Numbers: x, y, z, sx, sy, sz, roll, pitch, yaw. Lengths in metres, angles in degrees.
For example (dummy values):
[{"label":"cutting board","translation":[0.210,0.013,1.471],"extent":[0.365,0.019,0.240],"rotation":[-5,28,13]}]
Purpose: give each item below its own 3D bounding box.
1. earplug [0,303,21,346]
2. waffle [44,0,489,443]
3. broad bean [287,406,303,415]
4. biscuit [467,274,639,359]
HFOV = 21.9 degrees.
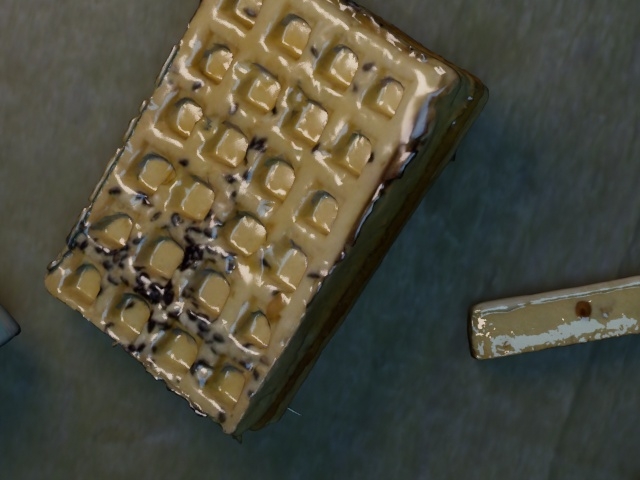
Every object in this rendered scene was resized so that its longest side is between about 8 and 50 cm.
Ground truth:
[{"label":"earplug","translation":[-0.424,-0.014,1.467],"extent":[0.185,0.185,0.324],"rotation":[-27,97,4]},{"label":"waffle","translation":[-0.059,-0.047,1.454],"extent":[0.261,0.114,0.376],"rotation":[36,101,17]},{"label":"broad bean","translation":[-0.011,-0.004,1.533],"extent":[0.098,0.056,0.318],"rotation":[19,100,7]},{"label":"biscuit","translation":[0.232,0.071,1.562],"extent":[0.188,0.052,0.056],"rotation":[-11,90,0]}]
